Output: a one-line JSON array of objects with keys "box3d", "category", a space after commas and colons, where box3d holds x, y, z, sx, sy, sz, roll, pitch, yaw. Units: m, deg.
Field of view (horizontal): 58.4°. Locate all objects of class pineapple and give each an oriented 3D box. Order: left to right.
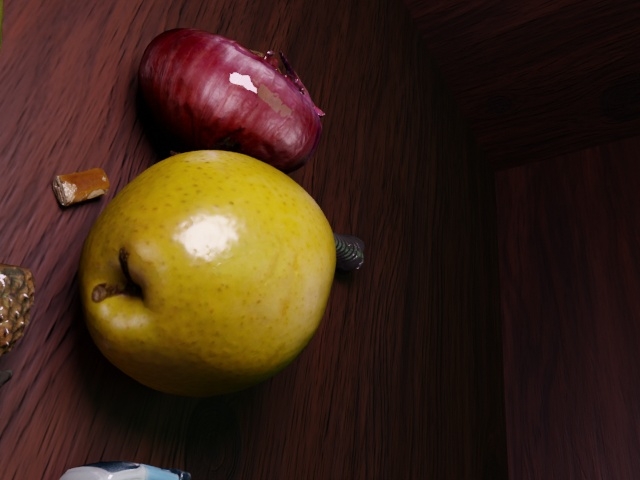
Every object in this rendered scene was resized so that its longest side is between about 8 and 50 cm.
[{"box3d": [-0.406, 0.142, 0.657, 0.125, 0.125, 0.251, 19, 72, -55], "category": "pineapple"}]

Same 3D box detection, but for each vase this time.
[{"box3d": [0.000, 0.000, 1.387, 0.237, 0.115, 0.115, 29, 54, -47], "category": "vase"}]

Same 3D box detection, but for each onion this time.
[{"box3d": [-0.172, -0.204, 1.005, 0.348, 0.348, 0.285, 24, 93, -54], "category": "onion"}]

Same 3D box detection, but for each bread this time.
[{"box3d": [-0.363, -0.082, 0.870, 0.083, 0.036, 0.047, -30, 97, -57], "category": "bread"}]

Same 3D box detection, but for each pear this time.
[{"box3d": [-0.155, 0.048, 0.866, 0.418, 0.362, 0.362, -18, 94, -62], "category": "pear"}]

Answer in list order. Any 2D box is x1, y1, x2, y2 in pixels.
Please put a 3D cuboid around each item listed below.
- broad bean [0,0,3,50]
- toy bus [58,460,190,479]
[{"box3d": [-0.469, -0.263, 0.640, 0.238, 0.119, 0.291, 13, 88, -68], "category": "broad bean"}, {"box3d": [-0.283, 0.411, 0.715, 0.165, 0.133, 0.271, 40, 48, -40], "category": "toy bus"}]
